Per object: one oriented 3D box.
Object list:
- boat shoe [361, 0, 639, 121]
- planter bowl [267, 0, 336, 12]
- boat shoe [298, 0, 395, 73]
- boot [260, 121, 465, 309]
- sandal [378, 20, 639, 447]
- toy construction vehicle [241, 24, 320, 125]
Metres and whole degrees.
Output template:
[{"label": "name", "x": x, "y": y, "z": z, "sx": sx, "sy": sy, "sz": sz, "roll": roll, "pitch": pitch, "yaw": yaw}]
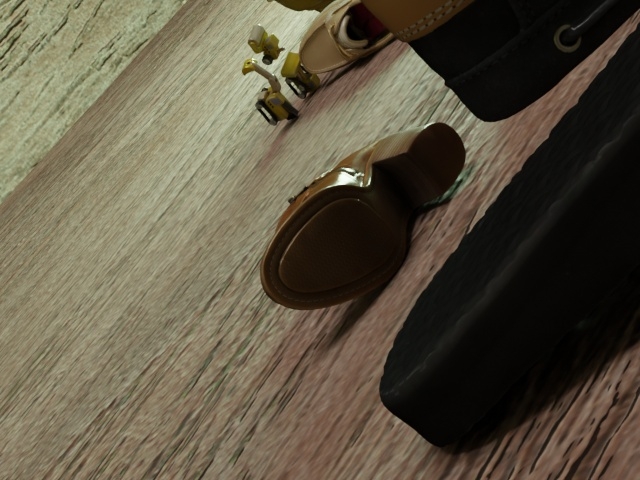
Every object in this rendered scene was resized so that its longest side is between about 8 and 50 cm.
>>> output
[{"label": "boat shoe", "x": 0.228, "y": -0.224, "z": 1.150, "sx": 0.500, "sy": 0.156, "sz": 0.187, "roll": -33, "pitch": 3, "yaw": -29}, {"label": "planter bowl", "x": 0.051, "y": -0.299, "z": 2.057, "sx": 0.217, "sy": 0.090, "sz": 0.217, "roll": -40, "pitch": 13, "yaw": 11}, {"label": "boat shoe", "x": 0.036, "y": -0.211, "z": 1.878, "sx": 0.170, "sy": 0.063, "sz": 0.059, "roll": -33, "pitch": 10, "yaw": 36}, {"label": "boot", "x": 0.000, "y": 0.000, "z": 1.293, "sx": 0.197, "sy": 0.073, "sz": 0.152, "roll": -37, "pitch": 8, "yaw": -37}, {"label": "sandal", "x": 0.193, "y": -0.057, "z": 0.865, "sx": 0.445, "sy": 0.107, "sz": 0.167, "roll": -50, "pitch": 8, "yaw": 33}, {"label": "toy construction vehicle", "x": -0.039, "y": -0.166, "z": 1.923, "sx": 0.035, "sy": 0.098, "sz": 0.086, "roll": -12, "pitch": 42, "yaw": 36}]
